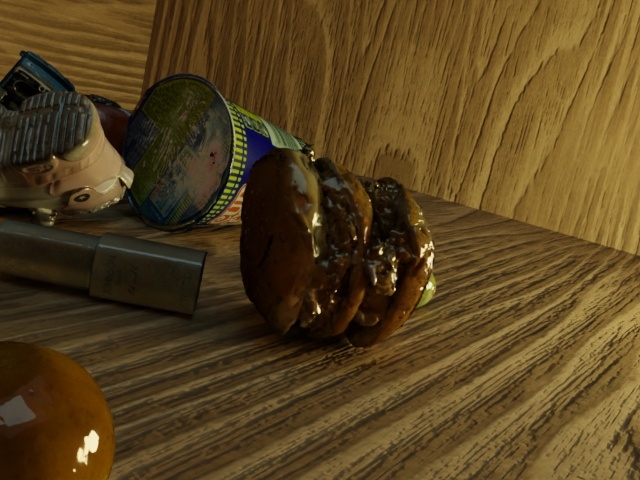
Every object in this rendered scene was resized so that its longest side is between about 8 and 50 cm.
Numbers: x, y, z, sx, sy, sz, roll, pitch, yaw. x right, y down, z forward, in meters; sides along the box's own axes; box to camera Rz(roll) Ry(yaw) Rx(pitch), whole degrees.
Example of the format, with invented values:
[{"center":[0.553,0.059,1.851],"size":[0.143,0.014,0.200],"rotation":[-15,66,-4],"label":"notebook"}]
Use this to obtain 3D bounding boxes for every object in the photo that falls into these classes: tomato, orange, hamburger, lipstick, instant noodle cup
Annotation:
[{"center":[-0.461,-0.187,1.578],"size":[0.231,0.189,0.232],"rotation":[18,10,-3],"label":"tomato"},{"center":[-0.202,0.136,0.503],"size":[0.154,0.134,0.155],"rotation":[-10,18,3],"label":"orange"},{"center":[0.005,0.003,1.039],"size":[0.211,0.261,0.245],"rotation":[8,-20,-23],"label":"hamburger"},{"center":[-0.274,0.031,1.021],"size":[0.252,0.079,0.077],"rotation":[10,13,-6],"label":"lipstick"},{"center":[-0.170,-0.140,1.542],"size":[0.284,0.284,0.312],"rotation":[21,6,35],"label":"instant noodle cup"}]

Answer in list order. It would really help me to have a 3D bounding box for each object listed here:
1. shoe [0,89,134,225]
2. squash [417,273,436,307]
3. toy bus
[{"center":[-0.481,-0.110,1.310],"size":[0.350,0.172,0.198],"rotation":[-2,-31,19],"label":"shoe"},{"center":[0.060,0.050,1.287],"size":[0.250,0.083,0.083],"rotation":[13,11,13],"label":"squash"},{"center":[-0.538,-0.215,1.419],"size":[0.116,0.234,0.134],"rotation":[40,24,-25],"label":"toy bus"}]
